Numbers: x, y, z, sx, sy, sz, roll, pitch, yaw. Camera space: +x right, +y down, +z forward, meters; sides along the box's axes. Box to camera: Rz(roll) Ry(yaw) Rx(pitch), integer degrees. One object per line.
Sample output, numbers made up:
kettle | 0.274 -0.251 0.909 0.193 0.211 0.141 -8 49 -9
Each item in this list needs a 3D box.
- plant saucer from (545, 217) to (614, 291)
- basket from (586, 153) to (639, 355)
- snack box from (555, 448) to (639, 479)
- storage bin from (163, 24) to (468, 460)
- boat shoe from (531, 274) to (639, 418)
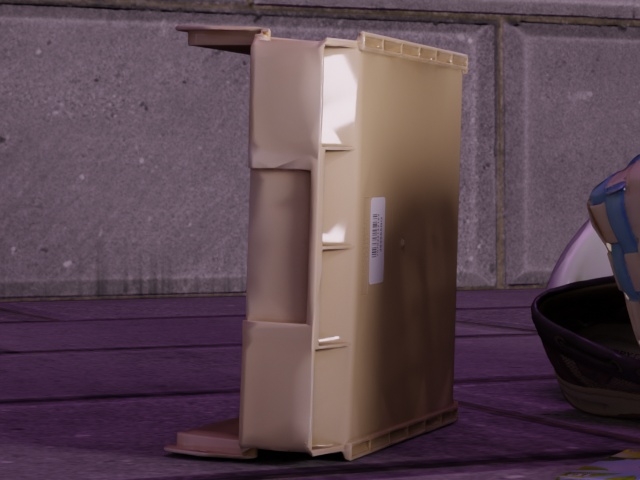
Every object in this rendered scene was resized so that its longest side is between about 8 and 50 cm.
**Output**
plant saucer | 0.376 0.024 1.525 0.400 0.100 0.400 -24 23 11
basket | 0.316 0.007 1.105 0.289 0.254 0.201 -8 12 43
snack box | 0.188 0.120 0.876 0.141 0.037 0.100 1 3 27
storage bin | 0.000 0.000 1.271 0.123 0.262 0.260 3 2 21
boat shoe | 0.261 0.064 1.327 0.285 0.103 0.092 -4 -43 48
